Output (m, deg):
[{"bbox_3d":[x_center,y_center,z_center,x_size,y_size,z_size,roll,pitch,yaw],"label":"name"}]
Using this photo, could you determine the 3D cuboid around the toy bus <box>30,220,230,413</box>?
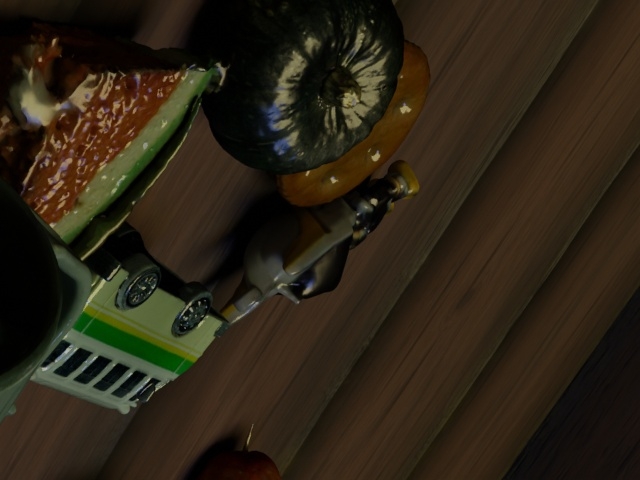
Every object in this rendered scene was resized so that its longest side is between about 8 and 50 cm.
[{"bbox_3d":[-0.214,0.066,1.709,0.164,0.134,0.276,-51,156,0],"label":"toy bus"}]

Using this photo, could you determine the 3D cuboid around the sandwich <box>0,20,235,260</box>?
[{"bbox_3d":[-0.228,-0.080,1.505,0.292,0.109,0.212,-56,150,8],"label":"sandwich"}]

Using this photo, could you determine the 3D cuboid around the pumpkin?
[{"bbox_3d":[-0.016,-0.161,1.693,0.211,0.152,0.211,-41,151,-28],"label":"pumpkin"}]

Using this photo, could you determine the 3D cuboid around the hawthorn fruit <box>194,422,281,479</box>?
[{"bbox_3d":[-0.107,0.322,2.328,0.125,0.140,0.125,-14,158,-5],"label":"hawthorn fruit"}]

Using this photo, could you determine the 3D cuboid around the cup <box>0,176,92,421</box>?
[{"bbox_3d":[-0.351,0.121,1.293,0.401,0.310,0.392,9,128,-30],"label":"cup"}]

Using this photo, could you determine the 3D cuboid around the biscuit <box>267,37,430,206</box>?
[{"bbox_3d":[0.025,-0.134,1.922,0.220,0.066,0.220,-37,152,-23],"label":"biscuit"}]

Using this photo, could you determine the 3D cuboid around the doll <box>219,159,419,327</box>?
[{"bbox_3d":[0.002,-0.003,2.022,0.316,0.145,0.103,-34,112,-46],"label":"doll"}]
